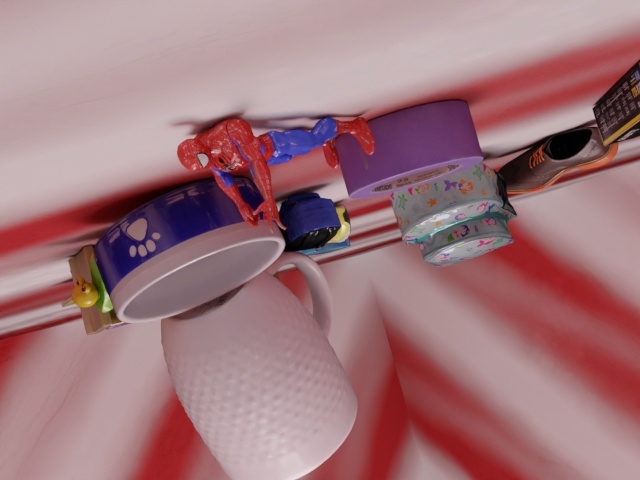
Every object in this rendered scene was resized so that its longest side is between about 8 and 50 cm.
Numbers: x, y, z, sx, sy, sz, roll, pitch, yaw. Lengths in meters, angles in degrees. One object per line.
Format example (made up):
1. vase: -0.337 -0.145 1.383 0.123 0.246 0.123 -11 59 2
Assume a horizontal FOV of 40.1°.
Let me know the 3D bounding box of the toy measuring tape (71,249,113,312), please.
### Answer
1. toy measuring tape: -0.267 0.008 1.456 0.330 0.121 0.121 -32 -177 -24

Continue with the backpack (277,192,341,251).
1. backpack: -0.026 -0.036 1.591 0.098 0.101 0.120 -15 172 -27

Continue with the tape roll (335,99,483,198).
1. tape roll: 0.118 -0.120 1.181 0.189 0.080 0.189 -16 176 -1

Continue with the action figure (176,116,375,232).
1. action figure: -0.041 -0.068 0.965 0.091 0.139 0.280 -21 171 39

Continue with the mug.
1. mug: -0.098 0.181 1.542 0.276 0.328 0.374 0 -142 40

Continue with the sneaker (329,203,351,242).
1. sneaker: -0.013 -0.024 1.935 0.094 0.081 0.208 -9 173 -36

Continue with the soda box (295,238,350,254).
1. soda box: 0.000 0.000 2.369 0.071 0.067 0.210 -18 174 27

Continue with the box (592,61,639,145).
1. box: 0.582 -0.238 1.343 0.257 0.079 0.322 -18 175 4

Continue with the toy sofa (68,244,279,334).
1. toy sofa: -0.276 0.062 1.651 0.362 0.150 0.177 -13 174 -28

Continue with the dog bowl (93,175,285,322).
1. dog bowl: -0.190 0.016 1.281 0.265 0.104 0.265 -25 167 -6

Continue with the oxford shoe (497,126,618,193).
1. oxford shoe: 0.462 -0.173 1.796 0.271 0.097 0.098 -24 151 38

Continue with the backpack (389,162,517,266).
1. backpack: 0.265 -0.057 1.763 0.225 0.191 0.253 -21 158 21

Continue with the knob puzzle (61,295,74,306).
1. knob puzzle: -0.472 0.086 1.998 0.213 0.030 0.213 -26 172 -4
